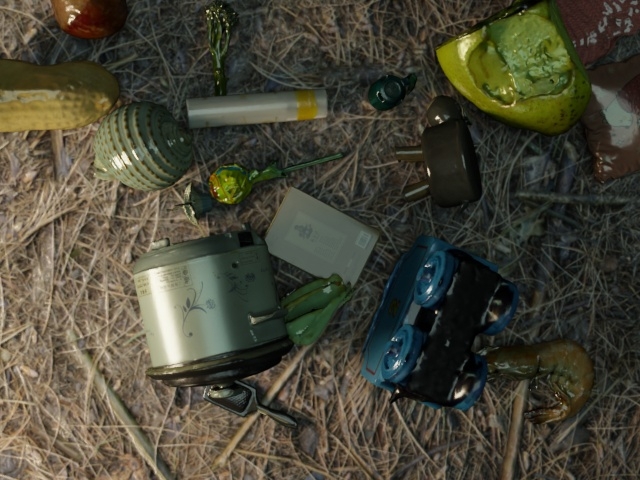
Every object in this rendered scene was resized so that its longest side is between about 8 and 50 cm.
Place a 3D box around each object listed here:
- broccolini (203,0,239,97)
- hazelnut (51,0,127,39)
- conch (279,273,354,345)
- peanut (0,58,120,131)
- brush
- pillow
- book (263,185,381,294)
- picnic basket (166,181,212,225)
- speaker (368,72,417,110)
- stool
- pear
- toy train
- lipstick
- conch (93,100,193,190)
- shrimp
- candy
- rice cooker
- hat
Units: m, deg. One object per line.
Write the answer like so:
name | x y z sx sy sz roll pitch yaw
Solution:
broccolini | -0.182 -0.341 1.722 0.067 0.058 0.216 1 100 36
hazelnut | -0.420 -0.443 1.660 0.143 0.143 0.154 -24 76 -3
conch | -0.020 0.122 1.719 0.170 0.079 0.106 -46 103 -7
peanut | -0.525 -0.266 1.650 0.318 0.147 0.148 -9 92 -12
brush | -0.129 0.313 1.745 0.193 0.016 0.063 25 90 -3
pillow | 0.602 -0.244 1.748 0.223 0.084 0.236 -21 93 -3
book | 0.000 0.000 1.748 0.198 0.016 0.138 28 89 -4
picnic basket | -0.244 -0.067 1.709 0.083 0.065 0.083 -7 91 -20
speaker | 0.141 -0.281 1.724 0.094 0.075 0.060 -12 92 -13
stool | 0.224 -0.154 1.710 0.139 0.228 0.153 -12 135 16
pear | 0.357 -0.297 1.675 0.238 0.164 0.255 -22 102 22
toy train | 0.203 0.156 1.641 0.188 0.265 0.300 23 88 -14
lipstick | -0.119 -0.245 1.699 0.264 0.059 0.059 -6 91 -12
conch | -0.333 -0.169 1.667 0.200 0.131 0.172 -18 93 -4
shrimp | 0.388 0.278 1.763 0.296 0.058 0.169 -3 94 -7
candy | -0.082 -0.130 1.722 0.262 0.073 0.077 -16 81 -9
rice cooker | -0.189 0.132 1.618 0.316 0.264 0.317 2 95 29
hat | 0.472 -0.473 1.724 0.236 0.107 0.286 -37 106 8
